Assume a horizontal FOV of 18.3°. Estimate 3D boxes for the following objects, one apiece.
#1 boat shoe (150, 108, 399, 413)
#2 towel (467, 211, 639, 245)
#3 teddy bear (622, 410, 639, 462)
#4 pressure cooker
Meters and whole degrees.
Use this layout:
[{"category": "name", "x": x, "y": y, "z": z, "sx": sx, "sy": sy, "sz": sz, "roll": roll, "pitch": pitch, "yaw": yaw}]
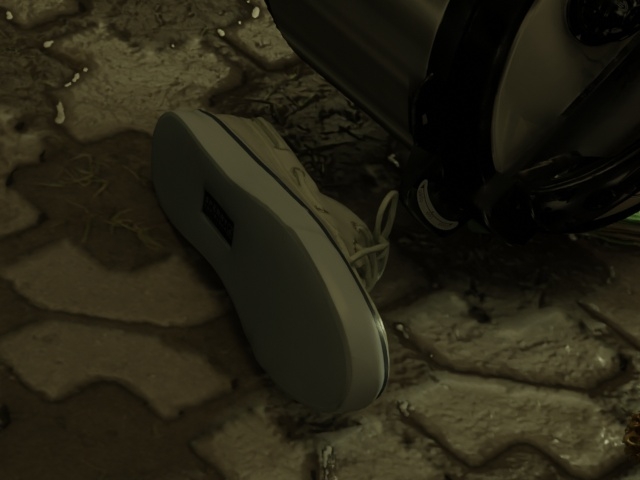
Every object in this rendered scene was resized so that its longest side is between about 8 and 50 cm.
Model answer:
[{"category": "boat shoe", "x": -0.002, "y": 0.007, "z": 1.628, "sx": 0.156, "sy": 0.136, "sz": 0.367, "roll": -5, "pitch": 33, "yaw": -28}, {"category": "towel", "x": 0.290, "y": -0.068, "z": 1.871, "sx": 0.325, "sy": 0.038, "sz": 0.248, "roll": 6, "pitch": 38, "yaw": -6}, {"category": "teddy bear", "x": 0.361, "y": 0.188, "z": 1.538, "sx": 0.245, "sy": 0.113, "sz": 0.338, "roll": -7, "pitch": 50, "yaw": -14}, {"category": "pressure cooker", "x": 0.186, "y": -0.208, "z": 1.681, "sx": 0.375, "sy": 0.370, "sz": 0.420, "roll": -12, "pitch": 39, "yaw": -35}]
